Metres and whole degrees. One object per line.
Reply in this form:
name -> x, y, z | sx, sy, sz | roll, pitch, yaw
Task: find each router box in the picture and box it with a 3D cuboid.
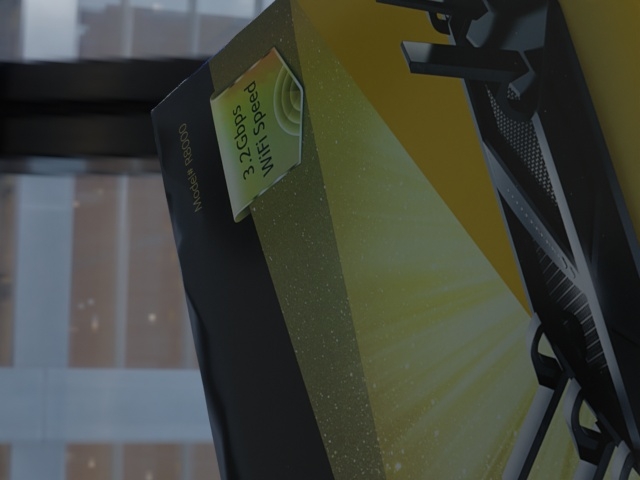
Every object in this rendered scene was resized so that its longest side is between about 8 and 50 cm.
router box -> 0.075, 0.032, 0.435 | 0.243, 0.081, 0.308 | -37, -126, 35

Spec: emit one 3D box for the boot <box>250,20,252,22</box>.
boot -> 0.001, 0.000, 1.616 | 0.367, 0.146, 0.445 | 20, -78, 57
